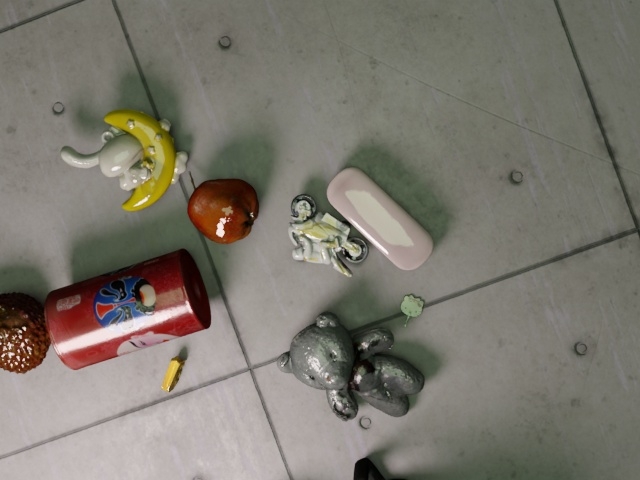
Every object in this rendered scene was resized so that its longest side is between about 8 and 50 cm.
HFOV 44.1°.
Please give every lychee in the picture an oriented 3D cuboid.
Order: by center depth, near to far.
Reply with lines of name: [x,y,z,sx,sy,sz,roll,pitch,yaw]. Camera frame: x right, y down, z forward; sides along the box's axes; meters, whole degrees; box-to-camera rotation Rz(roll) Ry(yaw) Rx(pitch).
lychee: [-0.731,0.227,1.907,0.188,0.188,0.188,0,92,3]

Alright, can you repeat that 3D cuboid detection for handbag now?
handbag: [-0.361,0.328,1.941,0.027,0.061,0.083,22,94,6]

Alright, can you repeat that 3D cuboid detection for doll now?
doll: [0.082,0.310,1.870,0.340,0.158,0.245,33,105,-1]
doll: [-0.456,-0.201,1.905,0.252,0.111,0.237,-39,105,3]

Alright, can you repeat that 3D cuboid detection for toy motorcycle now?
toy motorcycle: [0.000,0.000,1.906,0.229,0.074,0.151,40,96,-1]

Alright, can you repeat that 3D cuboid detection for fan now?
fan: [0.218,0.175,1.934,0.056,0.004,0.083,21,94,2]

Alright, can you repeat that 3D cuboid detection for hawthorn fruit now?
hawthorn fruit: [-0.252,-0.082,1.885,0.204,0.163,0.162,20,93,18]

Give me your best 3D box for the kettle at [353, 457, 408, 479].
kettle: [0.157,0.664,1.804,0.262,0.308,0.203,27,94,1]

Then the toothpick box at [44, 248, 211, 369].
toothpick box: [-0.450,0.163,1.870,0.334,0.204,0.204,-19,91,4]

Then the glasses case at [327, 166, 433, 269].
glasses case: [0.143,-0.052,1.894,0.297,0.075,0.113,44,94,1]
